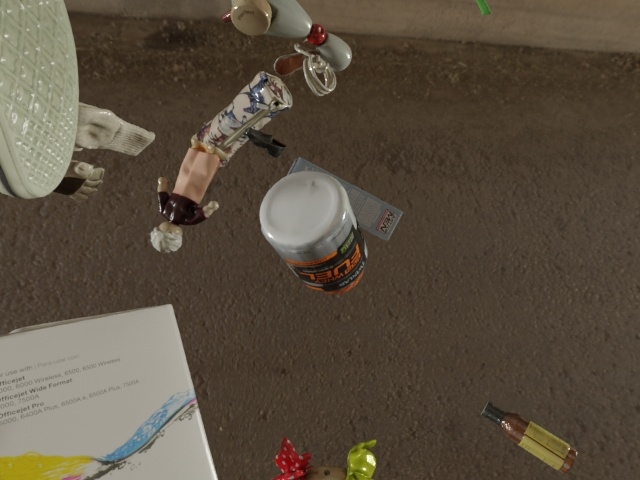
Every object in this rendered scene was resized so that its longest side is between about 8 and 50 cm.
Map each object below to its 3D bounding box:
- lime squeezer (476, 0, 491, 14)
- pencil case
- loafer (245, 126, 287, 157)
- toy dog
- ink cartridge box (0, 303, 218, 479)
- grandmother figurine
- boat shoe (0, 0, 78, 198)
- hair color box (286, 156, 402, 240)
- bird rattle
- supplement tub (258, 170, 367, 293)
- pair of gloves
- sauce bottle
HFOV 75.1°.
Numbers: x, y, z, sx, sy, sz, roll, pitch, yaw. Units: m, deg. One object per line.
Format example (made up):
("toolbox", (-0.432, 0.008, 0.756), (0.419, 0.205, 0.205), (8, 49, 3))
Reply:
("lime squeezer", (0.259, -0.559, 0.745), (0.110, 0.310, 0.058), (9, 50, 23))
("pencil case", (-0.298, -0.442, 1.556), (0.160, 0.411, 0.183), (43, 24, -28))
("loafer", (-0.194, -0.363, 1.494), (0.170, 0.061, 0.062), (23, 48, -45))
("toy dog", (-0.093, -0.483, 0.968), (0.334, 0.161, 0.220), (44, 56, -31))
("ink cartridge box", (-0.215, 0.201, 0.382), (0.168, 0.171, 0.232), (-7, 70, -42))
("grandmother figurine", (-0.393, -0.121, 1.227), (0.208, 0.104, 0.341), (22, 83, 25))
("boat shoe", (-0.365, -0.271, 0.374), (0.156, 0.499, 0.186), (-4, 33, 0))
("hair color box", (0.065, -0.139, 1.388), (0.375, 0.185, 0.113), (27, 95, -11))
("bird rattle", (0.010, 0.520, 0.868), (0.254, 0.206, 0.143), (-7, 31, -2))
("supplement tub", (0.000, 0.000, 1.035), (0.208, 0.338, 0.206), (-8, 61, 14))
("pair of gloves", (-0.452, -0.158, 0.762), (0.240, 0.204, 0.042), (-31, 71, 16))
("sauce bottle", (0.305, 0.286, 0.618), (0.128, 0.042, 0.042), (31, 55, 28))
